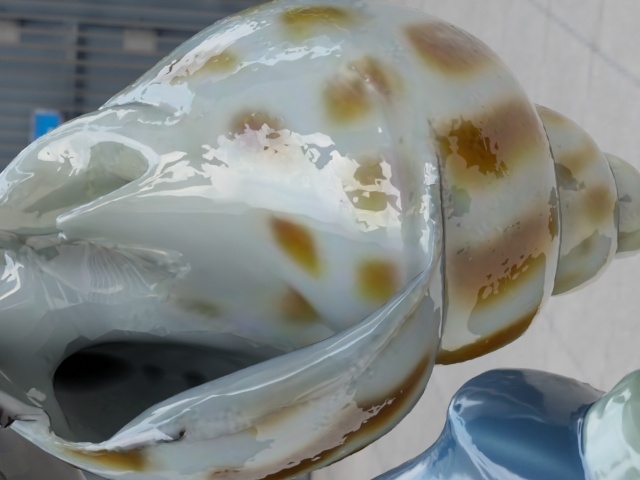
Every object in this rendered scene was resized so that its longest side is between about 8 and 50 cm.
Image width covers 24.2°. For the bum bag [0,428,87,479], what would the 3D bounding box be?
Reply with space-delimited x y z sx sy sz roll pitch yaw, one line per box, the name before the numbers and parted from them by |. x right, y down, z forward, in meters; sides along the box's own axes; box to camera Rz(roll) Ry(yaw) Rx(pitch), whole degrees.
bum bag | -0.205 0.184 1.030 0.310 0.074 0.137 58 -161 -10

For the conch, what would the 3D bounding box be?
conch | 0.000 0.000 0.550 0.149 0.275 0.183 70 -176 -62

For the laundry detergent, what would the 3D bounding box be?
laundry detergent | 0.087 0.141 0.671 0.143 0.094 0.290 52 131 12
